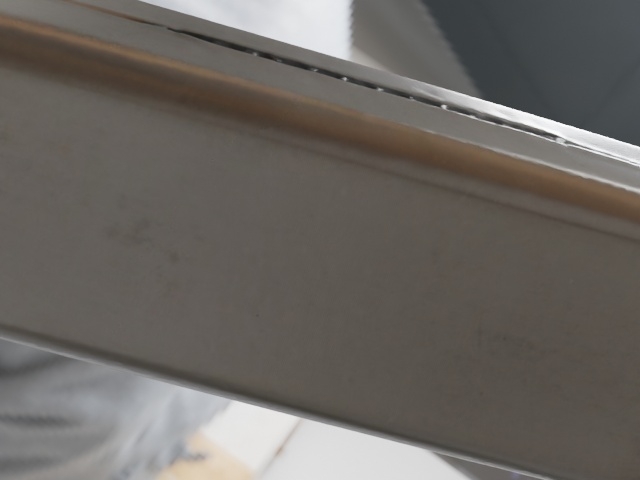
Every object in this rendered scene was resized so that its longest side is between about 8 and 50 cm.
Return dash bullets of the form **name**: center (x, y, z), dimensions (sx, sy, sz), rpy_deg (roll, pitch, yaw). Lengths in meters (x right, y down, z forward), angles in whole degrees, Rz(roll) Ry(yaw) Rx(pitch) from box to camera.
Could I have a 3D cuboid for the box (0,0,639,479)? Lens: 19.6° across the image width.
- **box**: center (0.000, 0.000, 0.545), dimensions (0.055, 0.243, 0.103), rpy_deg (-91, -162, -63)
